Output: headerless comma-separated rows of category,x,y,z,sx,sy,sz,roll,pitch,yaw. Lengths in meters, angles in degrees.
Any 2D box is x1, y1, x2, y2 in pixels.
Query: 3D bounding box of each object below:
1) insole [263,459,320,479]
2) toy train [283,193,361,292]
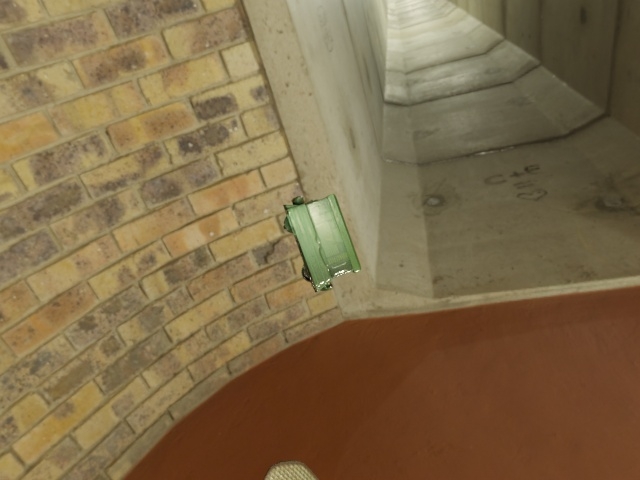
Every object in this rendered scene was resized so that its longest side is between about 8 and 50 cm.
insole,0.005,0.309,0.460,0.005,0.253,0.086,-15,-143,25
toy train,0.000,0.000,0.406,0.057,0.093,0.038,-20,-178,-5
